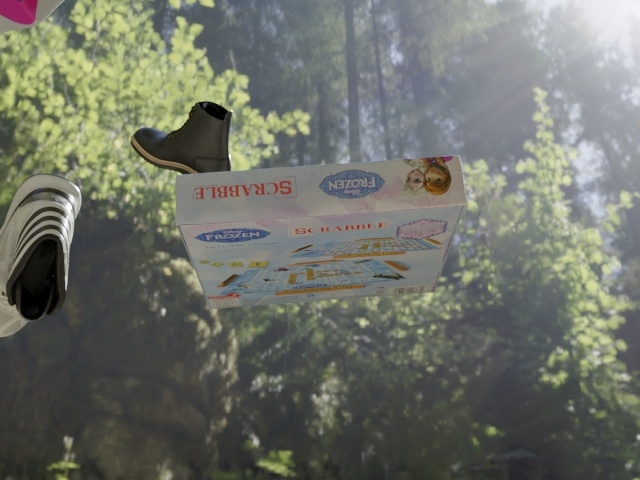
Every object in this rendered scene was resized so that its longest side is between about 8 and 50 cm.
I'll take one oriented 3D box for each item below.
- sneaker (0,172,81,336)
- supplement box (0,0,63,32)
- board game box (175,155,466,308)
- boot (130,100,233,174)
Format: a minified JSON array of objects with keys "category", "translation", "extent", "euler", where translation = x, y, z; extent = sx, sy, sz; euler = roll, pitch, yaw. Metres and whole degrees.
[{"category":"sneaker","translation":[-0.621,0.097,1.902],"extent":[0.169,0.257,0.447],"euler":[19,-53,-22]},{"category":"supplement box","translation":[-0.280,-0.325,0.963],"extent":[0.114,0.220,0.111],"euler":[8,-36,47]},{"category":"board game box","translation":[0.000,0.000,1.166],"extent":[0.319,0.065,0.318],"euler":[-4,-21,-2]},{"category":"boot","translation":[-0.215,-0.178,1.499],"extent":[0.198,0.077,0.137],"euler":[24,-53,21]}]
